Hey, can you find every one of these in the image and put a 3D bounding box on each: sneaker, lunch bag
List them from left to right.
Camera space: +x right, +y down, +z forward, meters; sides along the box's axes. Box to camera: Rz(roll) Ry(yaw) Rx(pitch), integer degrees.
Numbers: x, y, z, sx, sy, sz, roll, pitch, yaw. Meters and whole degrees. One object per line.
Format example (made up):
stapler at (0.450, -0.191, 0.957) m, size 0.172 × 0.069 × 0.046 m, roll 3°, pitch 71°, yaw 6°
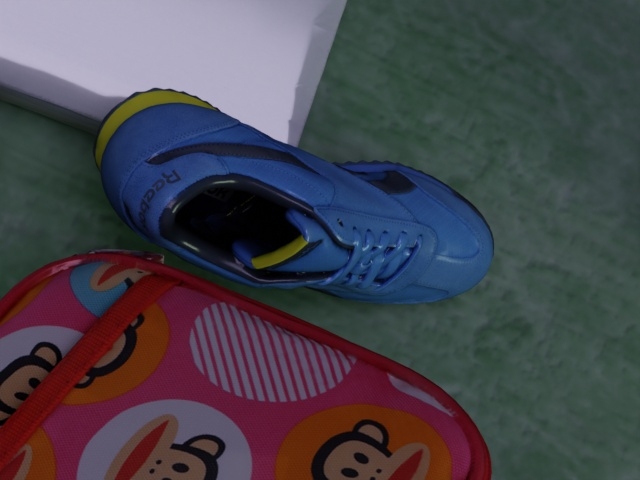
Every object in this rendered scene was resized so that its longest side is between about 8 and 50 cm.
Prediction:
lunch bag at (-0.098, 0.145, 0.685) m, size 0.258 × 0.120 × 0.293 m, roll 23°, pitch 57°, yaw 25°
sneaker at (0.000, 0.000, 0.791) m, size 0.209 × 0.082 × 0.069 m, roll 18°, pitch 113°, yaw -35°

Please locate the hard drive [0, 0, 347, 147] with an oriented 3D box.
hard drive at (-0.146, -0.189, 0.820) m, size 0.353 × 0.047 × 0.233 m, roll 21°, pitch 80°, yaw -12°
